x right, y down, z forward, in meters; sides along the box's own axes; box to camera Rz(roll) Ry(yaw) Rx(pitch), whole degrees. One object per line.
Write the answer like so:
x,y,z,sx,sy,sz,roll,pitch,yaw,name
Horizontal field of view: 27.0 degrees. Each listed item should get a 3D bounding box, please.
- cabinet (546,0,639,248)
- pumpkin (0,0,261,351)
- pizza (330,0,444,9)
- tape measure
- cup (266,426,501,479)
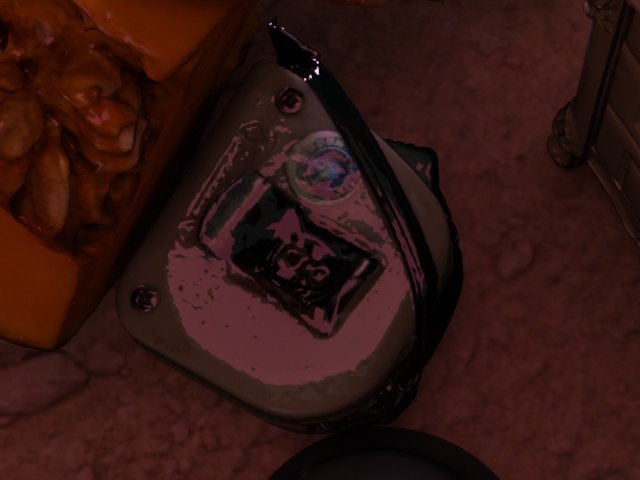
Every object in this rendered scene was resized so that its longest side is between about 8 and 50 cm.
0.293,-0.042,0.733,0.227,0.318,0.290,-29,74,-4,cabinet
-0.190,-0.099,0.836,0.225,0.256,0.303,30,101,-3,pumpkin
-0.031,-0.200,0.801,0.226,0.069,0.147,4,59,-28,pizza
0.000,0.000,0.860,0.207,0.115,0.235,28,79,16,tape measure
0.032,0.197,0.780,0.199,0.150,0.199,-2,73,6,cup
